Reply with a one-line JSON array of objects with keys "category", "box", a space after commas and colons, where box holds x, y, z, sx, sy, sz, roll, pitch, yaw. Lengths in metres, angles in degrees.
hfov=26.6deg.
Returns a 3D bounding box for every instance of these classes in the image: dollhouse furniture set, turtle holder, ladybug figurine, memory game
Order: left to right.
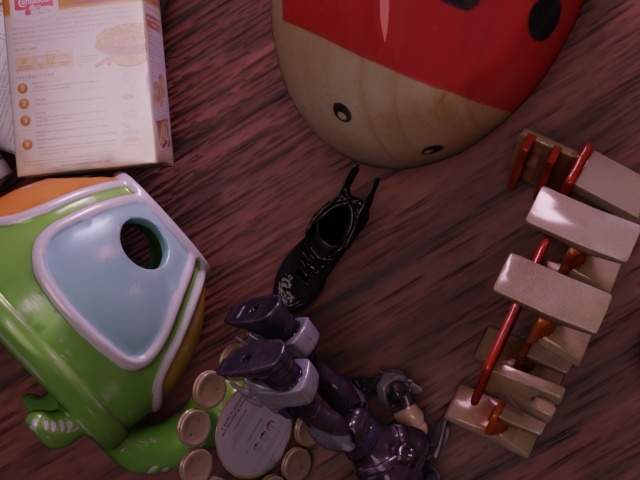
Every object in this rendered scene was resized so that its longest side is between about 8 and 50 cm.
[{"category": "turtle holder", "box": [-0.209, 0.079, 1.302, 0.227, 0.243, 0.320, -43, 74, -11]}, {"category": "memory game", "box": [-0.066, 0.185, 1.322, 0.012, 0.186, 0.186, 11, 92, 47]}, {"category": "ladybug figurine", "box": [0.123, -0.277, 1.254, 0.305, 0.162, 0.449, 17, 98, -14]}, {"category": "dollhouse furniture set", "box": [0.196, 0.034, 1.248, 0.135, 0.262, 0.259, 25, 60, 10]}]

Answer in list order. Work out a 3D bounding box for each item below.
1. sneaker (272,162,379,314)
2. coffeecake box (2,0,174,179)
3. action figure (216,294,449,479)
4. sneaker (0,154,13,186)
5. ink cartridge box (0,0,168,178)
[{"category": "sneaker", "box": [0.002, 0.002, 1.343, 0.051, 0.089, 0.170, 37, 95, 7]}, {"category": "coffeecake box", "box": [-0.228, -0.159, 1.330, 0.142, 0.068, 0.185, -5, 90, 9]}, {"category": "action figure", "box": [0.024, 0.174, 1.289, 0.099, 0.185, 0.285, -24, 121, 36]}, {"category": "sneaker", "box": [-0.463, -0.046, 1.390, 0.282, 0.102, 0.161, -39, 95, 12]}, {"category": "ink cartridge box", "box": [-0.295, -0.227, 1.404, 0.239, 0.060, 0.275, 20, 93, 9]}]
